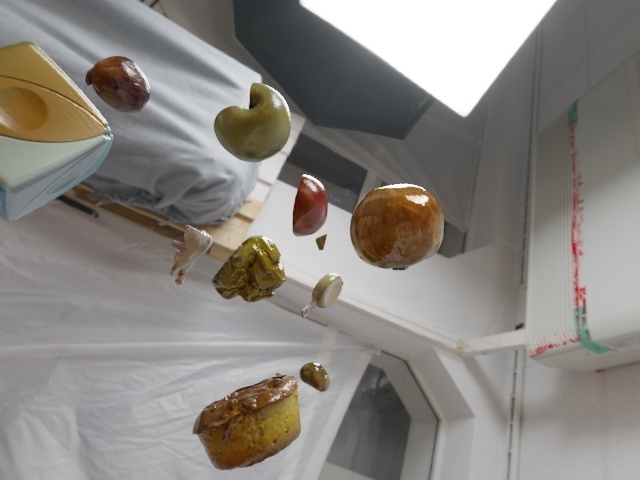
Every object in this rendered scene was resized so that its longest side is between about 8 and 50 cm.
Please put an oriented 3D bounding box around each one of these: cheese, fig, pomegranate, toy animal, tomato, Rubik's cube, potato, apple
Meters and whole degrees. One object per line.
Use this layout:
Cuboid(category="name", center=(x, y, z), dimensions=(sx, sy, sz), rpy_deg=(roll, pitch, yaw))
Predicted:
Cuboid(category="cheese", center=(0.001, 0.222, 1.636), dimensions=(0.227, 0.064, 0.137), rpy_deg=(-41, 140, -34))
Cuboid(category="fig", center=(-0.839, -0.657, 1.768), dimensions=(0.224, 0.224, 0.263), rpy_deg=(-66, 169, 2))
Cuboid(category="pomegranate", center=(0.197, -0.030, 1.084), dimensions=(0.248, 0.248, 0.248), rpy_deg=(-156, -90, -85))
Cuboid(category="toy animal", center=(-0.619, 0.061, 1.917), dimensions=(0.282, 0.138, 0.140), rpy_deg=(-49, 158, 3))
Cuboid(category="tomato", center=(-0.036, -0.162, 2.061), dimensions=(0.338, 0.143, 0.338), rpy_deg=(9, 90, -84))
Cuboid(category="Rubik's cube", center=(-0.869, -0.302, 1.206), dimensions=(0.351, 0.347, 0.352), rpy_deg=(-21, -158, 50))
Cuboid(category="potato", center=(-0.025, 0.715, 2.209), dimensions=(0.137, 0.176, 0.137), rpy_deg=(-62, 174, -11))
Cuboid(category="apple", center=(-0.239, -0.433, 1.614), dimensions=(0.295, 0.233, 0.258), rpy_deg=(-45, 159, -22))

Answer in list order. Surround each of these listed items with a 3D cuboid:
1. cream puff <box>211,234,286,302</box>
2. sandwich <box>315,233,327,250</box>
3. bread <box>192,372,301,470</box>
Cuboid(category="cream puff", center=(-0.295, 0.147, 1.830), dimensions=(0.324, 0.257, 0.291), rpy_deg=(-49, -179, 12))
Cuboid(category="sandwich", center=(0.000, 0.000, 1.845), dimensions=(0.031, 0.044, 0.083), rpy_deg=(-19, -131, 44))
Cuboid(category="bread", center=(-0.205, 0.553, 1.288), dimensions=(0.337, 0.204, 0.358), rpy_deg=(-25, 170, -9))
